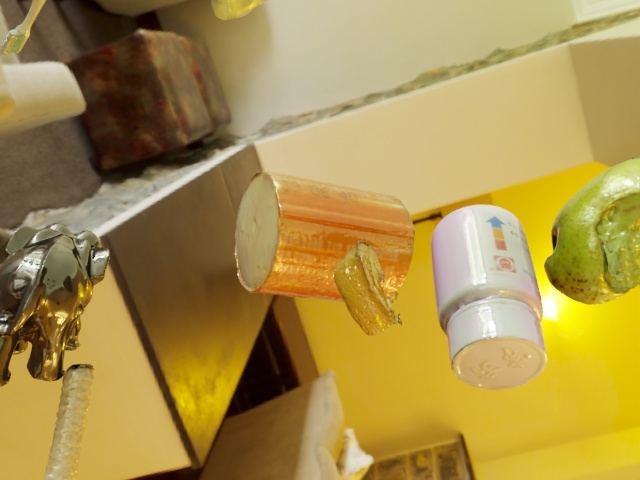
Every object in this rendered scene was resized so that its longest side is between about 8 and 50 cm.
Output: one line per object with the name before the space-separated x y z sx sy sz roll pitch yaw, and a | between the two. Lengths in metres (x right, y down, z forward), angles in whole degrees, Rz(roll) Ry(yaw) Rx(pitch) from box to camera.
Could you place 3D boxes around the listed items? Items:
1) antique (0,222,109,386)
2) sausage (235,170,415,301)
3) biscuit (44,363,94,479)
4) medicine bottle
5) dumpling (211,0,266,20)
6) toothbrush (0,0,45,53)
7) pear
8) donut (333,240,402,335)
antique | -0.519 0.109 1.206 0.322 0.185 0.254 -130 -125 -75
sausage | 0.000 0.000 1.238 0.233 0.287 0.233 -30 -125 56
biscuit | -0.462 0.335 1.177 0.061 0.055 0.219 29 56 -51
medicine bottle | 0.245 0.079 0.941 0.254 0.152 0.152 -86 160 -44
dumpling | -0.048 -0.362 0.525 0.270 0.212 0.320 -6 78 -40
toothbrush | -0.261 -0.273 0.628 0.022 0.263 0.026 46 37 -8
pear | 0.543 -0.012 1.211 0.164 0.256 0.238 -13 82 -81
donut | 0.038 0.042 0.537 0.083 0.038 0.067 62 13 18
